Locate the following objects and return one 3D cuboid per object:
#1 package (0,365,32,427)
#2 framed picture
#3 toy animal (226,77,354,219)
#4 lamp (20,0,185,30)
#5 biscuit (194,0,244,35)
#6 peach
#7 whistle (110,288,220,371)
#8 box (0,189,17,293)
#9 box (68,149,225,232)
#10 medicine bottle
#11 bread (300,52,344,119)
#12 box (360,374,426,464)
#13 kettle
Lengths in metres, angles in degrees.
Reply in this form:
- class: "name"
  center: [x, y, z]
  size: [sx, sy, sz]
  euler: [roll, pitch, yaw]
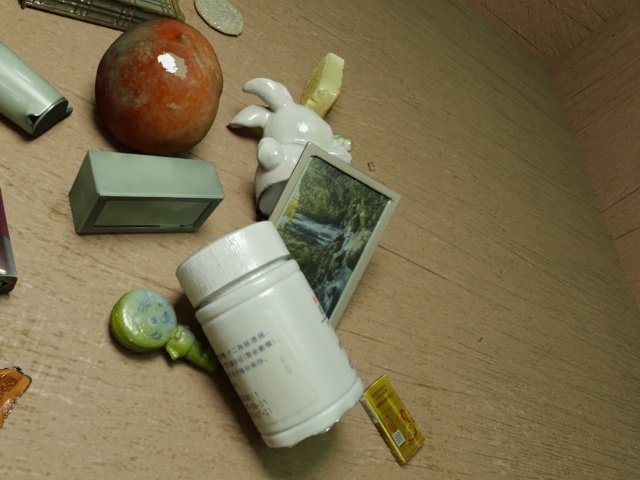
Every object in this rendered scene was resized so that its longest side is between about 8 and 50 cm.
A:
- class: "package"
  center: [-0.445, 0.188, 0.692]
  size: [0.111, 0.033, 0.077]
  euler: [40, 33, -18]
- class: "framed picture"
  center: [0.000, 0.000, 1.058]
  size: [0.241, 0.020, 0.324]
  euler: [29, 89, -22]
- class: "toy animal"
  center: [-0.070, -0.201, 1.177]
  size: [0.247, 0.183, 0.310]
  euler: [18, 50, -30]
- class: "lamp"
  center: [-0.466, -0.520, 1.145]
  size: [0.325, 0.089, 0.090]
  euler: [1, 60, -41]
- class: "biscuit"
  center: [-0.271, -0.612, 1.425]
  size: [0.152, 0.020, 0.152]
  euler: [22, 48, -26]
- class: "peach"
  center: [-0.304, -0.297, 1.014]
  size: [0.252, 0.252, 0.252]
  euler: [22, 49, -27]
- class: "whistle"
  center: [-0.252, 0.157, 0.870]
  size: [0.198, 0.057, 0.104]
  euler: [39, 37, -23]
- class: "box"
  center: [-0.520, -0.029, 0.760]
  size: [0.120, 0.069, 0.224]
  euler: [-2, 61, -41]
- class: "box"
  center: [-0.303, -0.077, 0.931]
  size: [0.225, 0.129, 0.086]
  euler: [-2, 62, -41]
- class: "medicine bottle"
  center: [-0.085, 0.148, 0.878]
  size: [0.190, 0.190, 0.332]
  euler: [-28, 90, -47]
- class: "bread"
  center: [0.006, -0.412, 1.436]
  size: [0.068, 0.125, 0.188]
  euler: [28, 46, -20]
- class: "box"
  center: [0.145, 0.361, 1.075]
  size: [0.089, 0.022, 0.156]
  euler: [-26, 79, -46]
- class: "kettle"
  center: [-0.525, -0.258, 0.915]
  size: [0.148, 0.127, 0.098]
  euler: [40, 75, -15]
